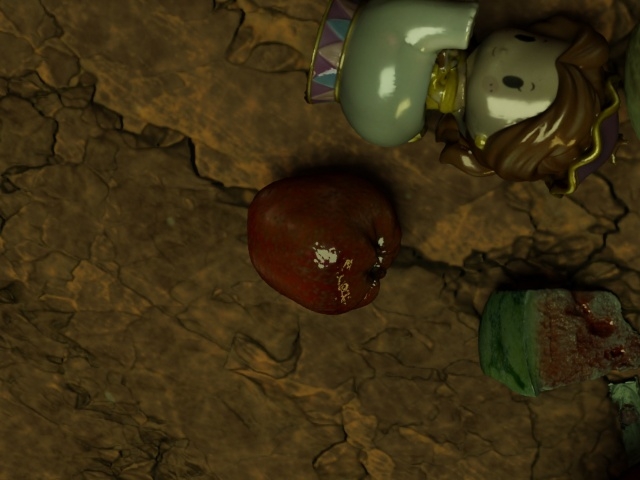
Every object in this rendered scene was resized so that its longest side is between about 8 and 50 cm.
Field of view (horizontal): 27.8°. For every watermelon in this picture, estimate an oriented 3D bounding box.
[{"bbox_3d":[0.220,0.087,1.179,0.158,0.121,0.098,4,100,11],"label":"watermelon"}]

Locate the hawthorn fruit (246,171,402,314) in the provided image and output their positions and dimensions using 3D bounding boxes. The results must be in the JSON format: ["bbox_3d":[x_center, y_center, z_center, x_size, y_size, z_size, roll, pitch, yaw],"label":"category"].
[{"bbox_3d":[0.000,0.000,1.186,0.137,0.133,0.133,23,126,22],"label":"hawthorn fruit"}]

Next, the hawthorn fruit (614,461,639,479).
[{"bbox_3d":[0.375,0.390,1.132,0.402,0.403,0.403,8,123,13],"label":"hawthorn fruit"}]

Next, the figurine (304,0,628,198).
[{"bbox_3d":[0.127,-0.124,1.059,0.263,0.142,0.189,16,156,6],"label":"figurine"}]

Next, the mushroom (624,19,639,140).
[{"bbox_3d":[0.343,-0.102,0.957,0.267,0.164,0.190,12,118,27],"label":"mushroom"}]

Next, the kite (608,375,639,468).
[{"bbox_3d":[0.340,0.291,1.319,0.405,0.014,0.369,-8,118,22],"label":"kite"}]
